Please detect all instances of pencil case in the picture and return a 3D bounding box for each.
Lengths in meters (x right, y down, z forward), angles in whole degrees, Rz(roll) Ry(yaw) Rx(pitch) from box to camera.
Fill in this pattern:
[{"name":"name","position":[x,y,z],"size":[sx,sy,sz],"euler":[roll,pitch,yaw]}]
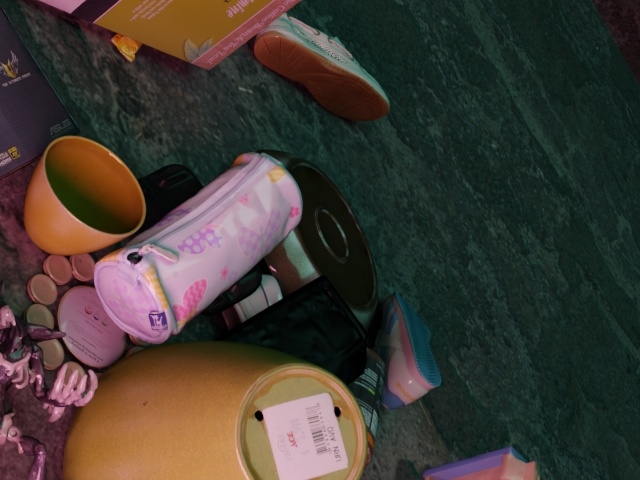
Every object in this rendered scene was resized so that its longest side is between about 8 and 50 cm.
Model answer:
[{"name":"pencil case","position":[-0.139,0.002,1.333],"size":[0.273,0.113,0.124],"euler":[-40,136,-40]}]

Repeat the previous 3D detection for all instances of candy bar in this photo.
[{"name":"candy bar","position":[-0.242,-0.302,1.582],"size":[0.040,0.018,0.161],"euler":[49,37,-21]}]

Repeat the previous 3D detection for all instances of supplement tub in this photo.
[{"name":"supplement tub","position":[0.024,0.238,1.520],"size":[0.106,0.106,0.198],"euler":[44,39,-28]}]

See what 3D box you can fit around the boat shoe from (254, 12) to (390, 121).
[{"name":"boat shoe","position":[0.011,-0.288,1.843],"size":[0.277,0.098,0.096],"euler":[31,47,-38]}]

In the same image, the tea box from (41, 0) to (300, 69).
[{"name":"tea box","position":[-0.217,-0.455,1.514],"size":[0.324,0.220,0.329],"euler":[17,54,-45]}]

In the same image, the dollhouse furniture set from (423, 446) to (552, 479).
[{"name":"dollhouse furniture set","position":[0.173,0.450,1.407],"size":[0.198,0.303,0.286],"euler":[45,39,-25]}]

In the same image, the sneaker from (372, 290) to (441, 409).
[{"name":"sneaker","position":[0.112,0.159,1.712],"size":[0.087,0.092,0.228],"euler":[46,19,-22]}]

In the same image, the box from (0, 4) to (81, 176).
[{"name":"box","position":[-0.392,-0.149,1.248],"size":[0.183,0.059,0.233],"euler":[58,34,-7]}]

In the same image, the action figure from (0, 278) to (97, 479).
[{"name":"action figure","position":[-0.302,0.152,1.109],"size":[0.164,0.141,0.275],"euler":[5,66,-39]}]

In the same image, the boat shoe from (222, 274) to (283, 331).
[{"name":"boat shoe","position":[-0.076,0.169,1.459],"size":[0.084,0.095,0.258],"euler":[-7,64,-24]}]

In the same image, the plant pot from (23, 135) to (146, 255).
[{"name":"plant pot","position":[-0.278,-0.036,1.286],"size":[0.134,0.095,0.134],"euler":[32,36,-28]}]

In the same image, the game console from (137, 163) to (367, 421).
[{"name":"game console","position":[-0.103,0.055,1.427],"size":[0.213,0.044,0.361],"euler":[-29,79,-36]}]

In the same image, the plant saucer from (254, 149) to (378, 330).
[{"name":"plant saucer","position":[0.000,0.000,1.632],"size":[0.310,0.050,0.310],"euler":[48,27,-34]}]

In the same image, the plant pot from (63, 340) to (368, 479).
[{"name":"plant pot","position":[-0.083,0.211,1.148],"size":[0.275,0.293,0.274],"euler":[9,70,-27]}]

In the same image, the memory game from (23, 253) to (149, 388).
[{"name":"memory game","position":[-0.262,0.099,1.307],"size":[0.186,0.012,0.186],"euler":[32,46,-39]}]
